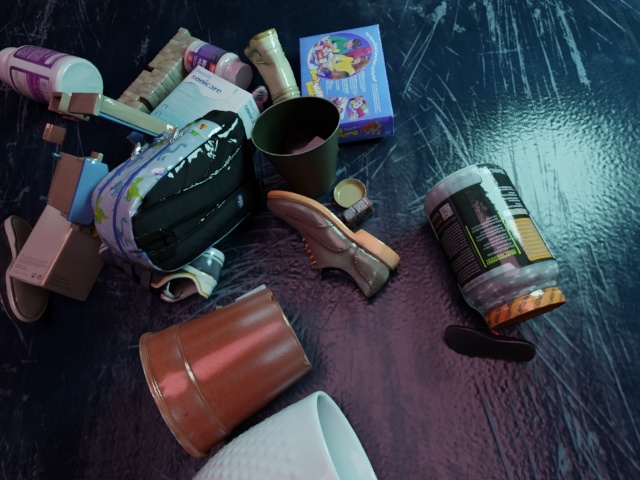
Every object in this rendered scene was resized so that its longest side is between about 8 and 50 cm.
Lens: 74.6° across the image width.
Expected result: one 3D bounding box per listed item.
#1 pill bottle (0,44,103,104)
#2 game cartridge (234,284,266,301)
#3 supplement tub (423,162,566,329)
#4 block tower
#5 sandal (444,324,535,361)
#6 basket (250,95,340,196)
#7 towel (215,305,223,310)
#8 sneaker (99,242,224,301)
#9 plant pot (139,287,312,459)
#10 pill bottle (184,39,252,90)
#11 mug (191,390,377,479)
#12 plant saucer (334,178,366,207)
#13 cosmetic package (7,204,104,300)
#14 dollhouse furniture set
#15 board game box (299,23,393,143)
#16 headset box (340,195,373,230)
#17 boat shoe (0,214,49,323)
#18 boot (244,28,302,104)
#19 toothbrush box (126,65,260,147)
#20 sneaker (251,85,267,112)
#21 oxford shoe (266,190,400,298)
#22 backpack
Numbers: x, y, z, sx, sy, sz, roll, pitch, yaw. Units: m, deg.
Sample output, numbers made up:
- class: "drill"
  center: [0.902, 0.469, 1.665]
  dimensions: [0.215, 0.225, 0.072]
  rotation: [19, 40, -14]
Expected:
- class: "pill bottle"
  center: [-0.860, -0.514, 1.326]
  dimensions: [0.301, 0.169, 0.169]
  rotation: [20, 73, 16]
- class: "game cartridge"
  center: [-0.161, 0.149, 1.020]
  dimensions: [0.083, 0.017, 0.056]
  rotation: [-29, 70, -2]
- class: "supplement tub"
  center: [0.361, 0.013, 0.888]
  dimensions: [0.194, 0.193, 0.316]
  rotation: [-18, 66, 2]
- class: "block tower"
  center: [-0.478, -0.493, 1.294]
  dimensions: [0.097, 0.091, 0.335]
  rotation: [27, 76, 18]
- class: "sandal"
  center: [0.353, 0.212, 0.886]
  dimensions: [0.179, 0.067, 0.040]
  rotation: [10, 31, 14]
- class: "basket"
  center: [-0.037, -0.214, 1.030]
  dimensions: [0.204, 0.227, 0.154]
  rotation: [-15, 67, 4]
- class: "towel"
  center: [-0.218, 0.190, 1.006]
  dimensions: [0.083, 0.009, 0.060]
  rotation: [3, 76, 21]
- class: "sneaker"
  center: [-0.406, 0.073, 1.032]
  dimensions: [0.321, 0.126, 0.127]
  rotation: [4, 63, 10]
- class: "plant pot"
  center: [-0.176, 0.246, 0.865]
  dimensions: [0.265, 0.272, 0.272]
  rotation: [-28, 66, -11]
- class: "pill bottle"
  center: [-0.304, -0.519, 1.264]
  dimensions: [0.193, 0.108, 0.108]
  rotation: [29, 76, 19]
- class: "mug"
  center: [-0.057, 0.511, 0.741]
  dimensions: [0.328, 0.276, 0.374]
  rotation: [-30, 97, 3]
- class: "plant saucer"
  center: [0.077, -0.120, 1.087]
  dimensions: [0.083, 0.015, 0.083]
  rotation: [-4, 68, 9]
- class: "cosmetic package"
  center: [-0.631, -0.017, 1.091]
  dimensions: [0.113, 0.160, 0.309]
  rotation: [14, 72, 14]
- class: "dollhouse furniture set"
  center: [-0.533, -0.174, 1.022]
  dimensions: [0.286, 0.198, 0.303]
  rotation: [17, 91, 37]
- class: "board game box"
  center: [0.066, -0.434, 1.170]
  dimensions: [0.233, 0.078, 0.347]
  rotation: [-6, 63, 8]
- class: "headset box"
  center: [0.095, -0.068, 1.037]
  dimensions: [0.083, 0.062, 0.032]
  rotation: [-37, 68, -5]
- class: "boat shoe"
  center: [-0.812, 0.088, 1.097]
  dimensions: [0.113, 0.127, 0.340]
  rotation: [-30, 65, -2]
- class: "boot"
  center: [-0.130, -0.473, 1.209]
  dimensions: [0.095, 0.262, 0.203]
  rotation: [-27, 107, -7]
- class: "toothbrush box"
  center: [-0.342, -0.311, 1.177]
  dimensions: [0.216, 0.126, 0.295]
  rotation: [33, 78, 21]
- class: "sneaker"
  center: [-0.175, -0.413, 1.193]
  dimensions: [0.047, 0.119, 0.057]
  rotation: [11, 76, -17]
- class: "oxford shoe"
  center: [0.000, 0.000, 0.995]
  dimensions: [0.364, 0.130, 0.132]
  rotation: [31, 83, 20]
- class: "backpack"
  center: [-0.317, -0.092, 0.943]
  dimensions: [0.273, 0.290, 0.355]
  rotation: [9, 48, 15]
